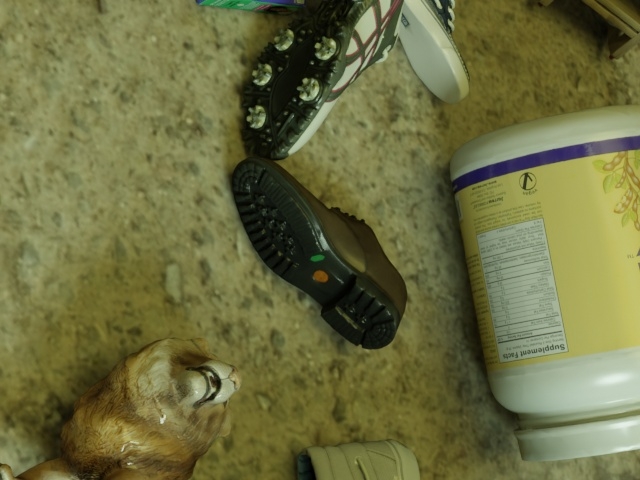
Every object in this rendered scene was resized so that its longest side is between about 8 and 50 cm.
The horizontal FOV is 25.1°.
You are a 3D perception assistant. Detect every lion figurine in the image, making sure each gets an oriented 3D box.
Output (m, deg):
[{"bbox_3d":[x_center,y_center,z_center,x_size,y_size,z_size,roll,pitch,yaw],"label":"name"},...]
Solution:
[{"bbox_3d":[-0.163,0.281,1.223,0.240,0.142,0.392,-3,96,-61],"label":"lion figurine"}]

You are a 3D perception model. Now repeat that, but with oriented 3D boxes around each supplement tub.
[{"bbox_3d":[0.276,0.046,1.478,0.241,0.241,0.331,-7,83,-33],"label":"supplement tub"}]

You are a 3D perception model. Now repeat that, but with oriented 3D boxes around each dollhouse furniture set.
[{"bbox_3d":[0.343,-0.335,1.693,0.129,0.129,0.184,32,40,-22],"label":"dollhouse furniture set"}]

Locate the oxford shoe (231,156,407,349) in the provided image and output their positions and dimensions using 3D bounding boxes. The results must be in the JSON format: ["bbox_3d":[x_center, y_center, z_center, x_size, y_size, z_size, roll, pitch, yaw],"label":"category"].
[{"bbox_3d":[0.000,0.000,1.423,0.227,0.083,0.096,50,38,-13],"label":"oxford shoe"}]

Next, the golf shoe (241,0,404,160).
[{"bbox_3d":[0.022,-0.191,1.434,0.120,0.105,0.273,31,85,-48],"label":"golf shoe"}]

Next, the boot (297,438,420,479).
[{"bbox_3d":[0.034,0.319,1.366,0.123,0.095,0.258,3,70,-26],"label":"boot"}]

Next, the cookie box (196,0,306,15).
[{"bbox_3d":[-0.072,-0.279,1.448,0.107,0.040,0.092,1,80,-32],"label":"cookie box"}]

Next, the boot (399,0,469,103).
[{"bbox_3d":[0.124,-0.246,1.547,0.086,0.069,0.190,-35,98,-27],"label":"boot"}]
